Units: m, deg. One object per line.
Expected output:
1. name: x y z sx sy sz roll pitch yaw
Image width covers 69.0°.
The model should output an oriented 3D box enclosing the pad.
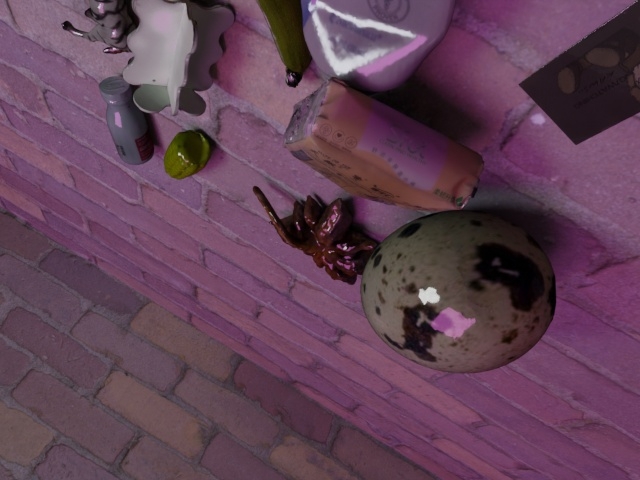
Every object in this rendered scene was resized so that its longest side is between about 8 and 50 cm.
1. pad: 0.366 -0.206 0.583 0.127 0.004 0.190 40 148 -11

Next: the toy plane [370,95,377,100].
1. toy plane: 0.083 -0.211 0.798 0.080 0.033 0.083 16 146 5

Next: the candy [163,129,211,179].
1. candy: -0.336 -0.198 1.137 0.096 0.097 0.209 44 153 -18

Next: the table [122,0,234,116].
1. table: -0.252 -0.339 0.814 0.166 0.167 0.198 36 141 -5

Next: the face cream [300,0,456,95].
1. face cream: 0.061 -0.332 0.510 0.234 0.137 0.420 34 158 17

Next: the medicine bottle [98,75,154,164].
1. medicine bottle: -0.469 -0.286 1.128 0.090 0.090 0.217 26 147 11

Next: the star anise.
1. star anise: 0.002 -0.001 1.090 0.292 0.109 0.350 -8 130 40

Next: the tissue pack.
1. tissue pack: 0.079 -0.131 0.710 0.256 0.123 0.215 20 180 -19

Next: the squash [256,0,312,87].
1. squash: -0.055 -0.333 0.660 0.071 0.080 0.318 46 177 15

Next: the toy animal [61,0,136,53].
1. toy animal: -0.414 -0.459 0.850 0.169 0.090 0.255 32 152 -6

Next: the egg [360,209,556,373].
1. egg: 0.231 0.089 0.845 0.287 0.288 0.379 44 163 -18
